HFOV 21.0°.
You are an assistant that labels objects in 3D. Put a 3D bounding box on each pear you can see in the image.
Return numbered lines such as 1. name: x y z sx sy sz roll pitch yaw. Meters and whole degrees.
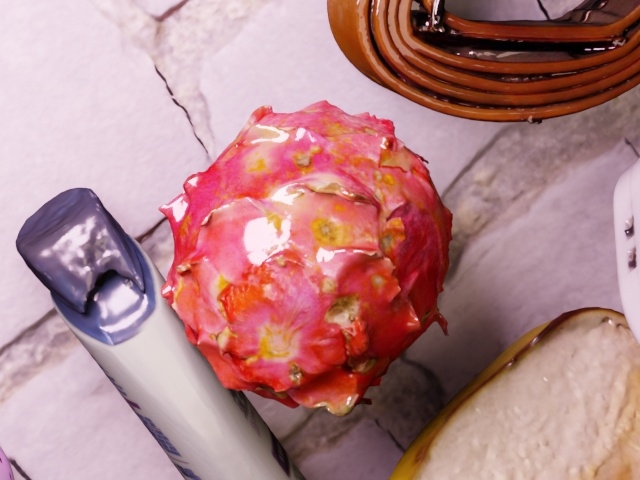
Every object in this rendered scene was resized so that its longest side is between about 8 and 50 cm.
1. pear: 0.173 0.254 1.339 0.340 0.191 0.386 25 70 -18

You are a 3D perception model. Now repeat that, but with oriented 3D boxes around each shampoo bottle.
1. shampoo bottle: -0.091 0.125 1.263 0.078 0.134 0.359 -35 113 -6

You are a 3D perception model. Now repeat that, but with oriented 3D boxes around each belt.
1. belt: 0.140 -0.181 1.263 0.261 0.105 0.184 0 104 -17

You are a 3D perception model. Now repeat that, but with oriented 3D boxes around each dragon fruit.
1. dragon fruit: 0.000 0.000 1.218 0.268 0.210 0.205 -36 136 -53

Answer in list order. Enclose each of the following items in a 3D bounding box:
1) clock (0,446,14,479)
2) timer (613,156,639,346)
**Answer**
1. clock: -0.315 0.227 1.250 0.248 0.090 0.227 34 94 -24
2. timer: 0.340 0.043 1.325 0.262 0.237 0.087 29 133 -23
